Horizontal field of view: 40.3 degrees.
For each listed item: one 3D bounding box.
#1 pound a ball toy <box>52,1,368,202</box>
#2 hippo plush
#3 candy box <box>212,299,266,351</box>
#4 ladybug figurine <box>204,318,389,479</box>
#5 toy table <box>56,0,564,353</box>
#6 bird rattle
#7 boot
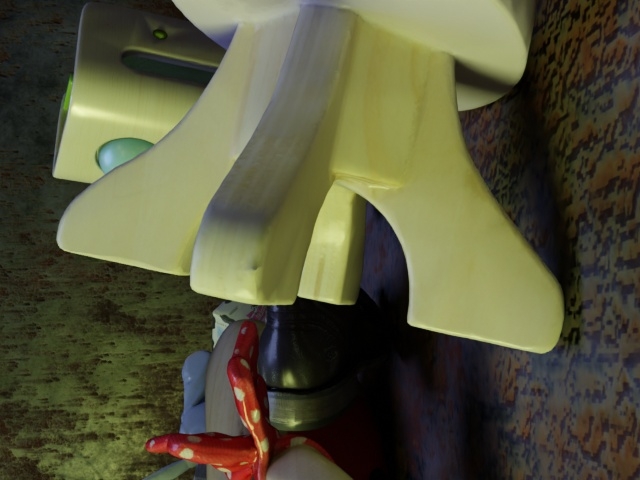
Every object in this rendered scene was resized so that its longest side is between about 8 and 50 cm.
[{"bbox_3d":[-0.077,-0.068,0.801,0.208,0.319,0.136,126,147,-50],"label":"pound a ball toy"},{"bbox_3d":[-0.112,0.332,1.479,0.236,0.234,0.294,58,-148,-40],"label":"hippo plush"},{"bbox_3d":[-0.071,0.135,1.175,0.159,0.071,0.233,-44,-24,-35],"label":"candy box"},{"bbox_3d":[-0.021,0.287,0.785,0.305,0.162,0.449,106,162,-64],"label":"ladybug figurine"},{"bbox_3d":[0.001,-0.048,0.428,0.274,0.252,0.161,18,-97,-67],"label":"toy table"},{"bbox_3d":[0.018,0.174,0.527,0.207,0.143,0.253,16,134,55],"label":"bird rattle"},{"bbox_3d":[0.000,0.000,0.685,0.263,0.091,0.229,-55,-38,-73],"label":"boot"}]
